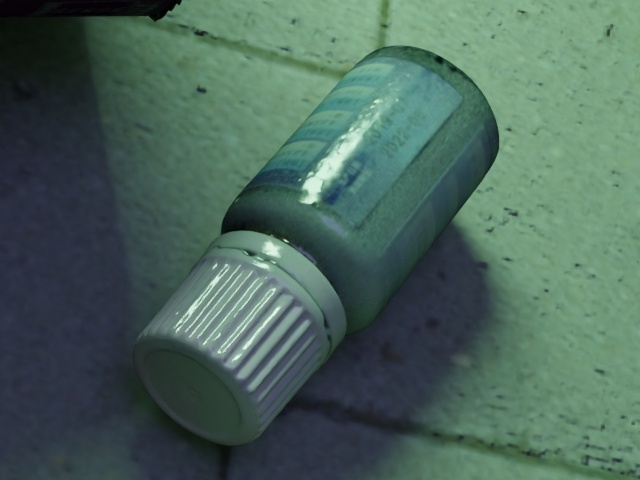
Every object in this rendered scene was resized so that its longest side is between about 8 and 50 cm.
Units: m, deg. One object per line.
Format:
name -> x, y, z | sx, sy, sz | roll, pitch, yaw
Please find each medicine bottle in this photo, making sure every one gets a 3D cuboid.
medicine bottle -> 0.000, 0.000, 0.804 | 0.083, 0.083, 0.203 | 37, 53, 3

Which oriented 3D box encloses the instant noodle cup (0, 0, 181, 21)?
instant noodle cup -> -0.176, -0.233, 0.747 | 0.266, 0.340, 0.340 | 4, 59, -29
